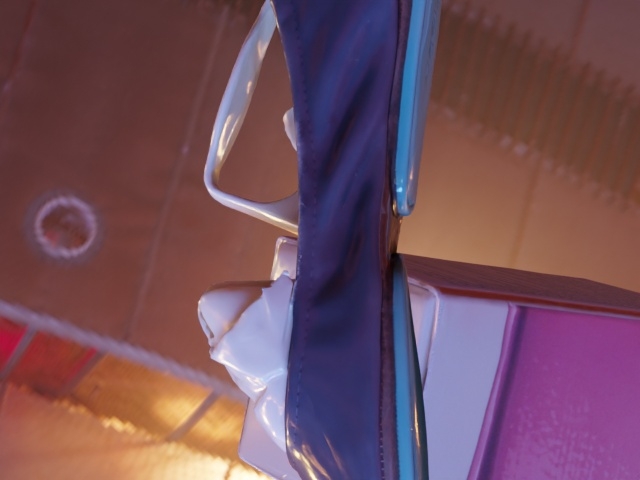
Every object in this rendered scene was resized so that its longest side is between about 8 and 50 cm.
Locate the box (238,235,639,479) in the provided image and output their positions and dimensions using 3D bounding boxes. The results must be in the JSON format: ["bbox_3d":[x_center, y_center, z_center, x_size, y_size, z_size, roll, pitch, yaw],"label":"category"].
[{"bbox_3d":[0.096,0.082,0.944,0.232,0.149,0.126,8,-84,-35],"label":"box"}]

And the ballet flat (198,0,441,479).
[{"bbox_3d":[0.000,0.000,0.510,0.074,0.074,0.203,6,-102,-21],"label":"ballet flat"}]
